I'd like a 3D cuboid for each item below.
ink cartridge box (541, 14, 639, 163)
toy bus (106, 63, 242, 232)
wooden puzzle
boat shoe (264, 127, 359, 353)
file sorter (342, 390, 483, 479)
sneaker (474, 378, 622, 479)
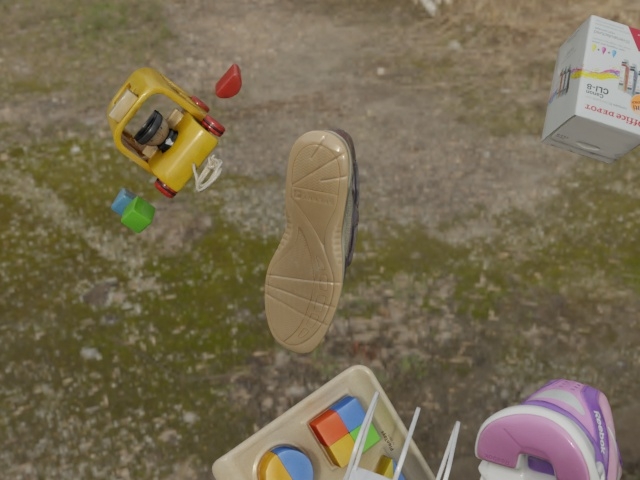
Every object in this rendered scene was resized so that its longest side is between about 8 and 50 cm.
[{"bbox_3d":[0.439,-0.231,1.469,0.128,0.176,0.127,15,-16,-7],"label":"ink cartridge box"},{"bbox_3d":[-0.184,-0.127,1.053,0.202,0.104,0.191,-26,37,45],"label":"toy bus"},{"bbox_3d":[0.025,0.451,1.728,0.347,0.322,0.080,-32,6,-14],"label":"wooden puzzle"},{"bbox_3d":[0.000,0.000,1.151,0.102,0.285,0.092,15,21,23],"label":"boat shoe"},{"bbox_3d":[0.171,0.365,1.365,0.277,0.173,0.193,19,20,8],"label":"file sorter"},{"bbox_3d":[0.172,0.197,0.658,0.095,0.237,0.104,7,28,30],"label":"sneaker"}]
